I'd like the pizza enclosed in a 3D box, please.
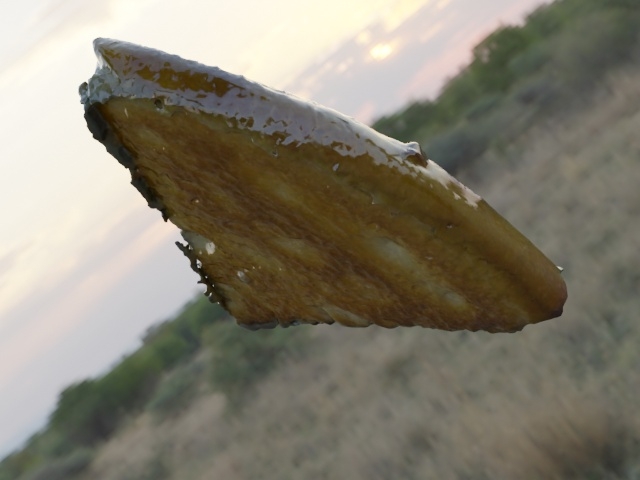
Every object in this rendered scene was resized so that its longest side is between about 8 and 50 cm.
[{"bbox_3d":[0.000,0.000,0.605,0.176,0.184,0.036,97,-163,-65],"label":"pizza"}]
